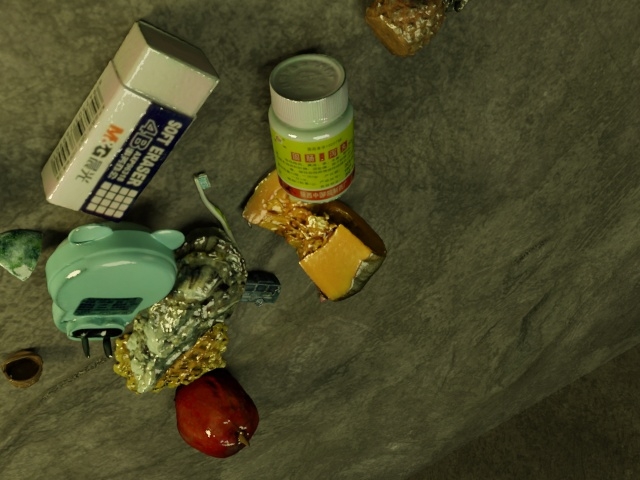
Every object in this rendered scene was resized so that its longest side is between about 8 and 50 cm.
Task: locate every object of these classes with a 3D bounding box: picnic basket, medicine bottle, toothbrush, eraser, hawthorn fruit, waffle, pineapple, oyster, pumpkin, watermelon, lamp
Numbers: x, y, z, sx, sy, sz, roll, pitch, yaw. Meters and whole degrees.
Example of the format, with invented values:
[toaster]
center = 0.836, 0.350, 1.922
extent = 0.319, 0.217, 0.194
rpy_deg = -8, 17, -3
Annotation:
[picnic basket]
center = -0.553, 0.231, 1.281
extent = 0.072, 0.072, 0.083
rpy_deg = -15, 153, -22
[medicine bottle]
center = -0.013, -0.180, 1.143
extent = 0.139, 0.139, 0.226
rpy_deg = -22, 142, -14
[toothbrush]
center = -0.188, -0.034, 1.285
extent = 0.026, 0.022, 0.263
rpy_deg = -16, 142, -1
[eraser]
center = -0.282, -0.165, 1.009
extent = 0.130, 0.086, 0.287
rpy_deg = 16, 122, -45
[hawthorn fruit]
center = -0.229, 0.413, 1.612
extent = 0.189, 0.251, 0.190
rpy_deg = -24, 125, -40
[waffle]
center = -0.315, 0.239, 1.482
extent = 0.254, 0.052, 0.245
rpy_deg = -21, 141, -14
[pineapple]
center = 0.184, -0.399, 1.073
extent = 0.237, 0.111, 0.119
rpy_deg = -44, 175, 1
[oyster]
center = -0.260, 0.136, 1.308
extent = 0.351, 0.162, 0.158
rpy_deg = -57, -177, 9
[pumpkin]
center = -0.001, 0.001, 1.319
extent = 0.139, 0.190, 0.280
rpy_deg = -45, 141, 19
[watermelon]
center = -0.494, 0.019, 1.114
extent = 0.085, 0.085, 0.061
rpy_deg = -18, 171, -18
[lamp]
center = -0.360, 0.070, 1.170
extent = 0.209, 0.147, 0.284
rpy_deg = 5, 125, -34

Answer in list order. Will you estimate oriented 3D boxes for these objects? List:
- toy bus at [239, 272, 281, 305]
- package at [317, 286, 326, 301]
[toy bus]
center = -0.158, 0.098, 1.437
extent = 0.165, 0.047, 0.065
rpy_deg = 6, 125, -40
[package]
center = 0.020, 0.108, 1.595
extent = 0.059, 0.029, 0.083
rpy_deg = -21, 132, -3
